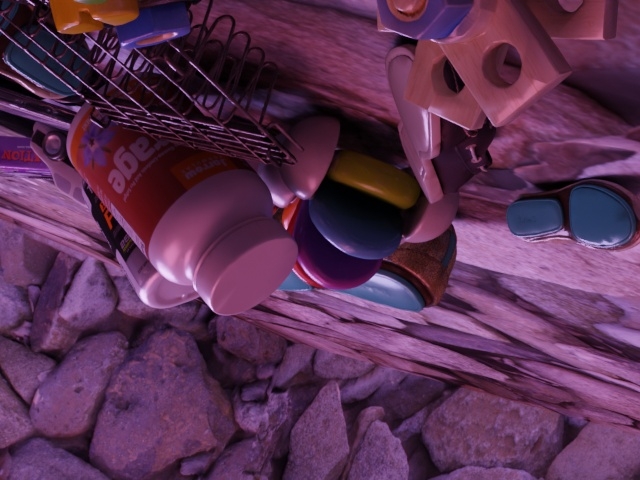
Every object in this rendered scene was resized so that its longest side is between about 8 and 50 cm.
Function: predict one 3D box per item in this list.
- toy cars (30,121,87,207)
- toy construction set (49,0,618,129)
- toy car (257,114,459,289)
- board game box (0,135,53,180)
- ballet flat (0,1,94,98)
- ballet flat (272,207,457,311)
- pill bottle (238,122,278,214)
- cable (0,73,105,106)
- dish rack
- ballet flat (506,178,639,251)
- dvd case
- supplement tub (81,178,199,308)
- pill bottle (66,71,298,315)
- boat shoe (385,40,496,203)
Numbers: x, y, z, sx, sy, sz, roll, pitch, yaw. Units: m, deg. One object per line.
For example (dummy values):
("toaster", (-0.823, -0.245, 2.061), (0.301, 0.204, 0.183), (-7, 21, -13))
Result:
("toy cars", (-0.182, -0.030, 1.386), (0.394, 0.087, 0.176), (23, -171, -18))
("toy construction set", (-0.050, -0.116, 0.353), (0.215, 0.151, 0.328), (-12, 170, 40))
("toy car", (0.021, -0.022, 0.991), (0.159, 0.136, 0.182), (23, 170, -14))
("board game box", (-0.487, -0.114, 1.452), (0.347, 0.056, 0.208), (3, 175, -26))
("ballet flat", (-0.270, -0.180, 0.893), (0.086, 0.086, 0.248), (17, 171, 17))
("ballet flat", (0.000, 0.000, 1.226), (0.349, 0.123, 0.123), (8, 165, 39))
("pill bottle", (-0.078, -0.061, 1.130), (0.086, 0.086, 0.152), (19, 171, 2))
("cable", (-0.293, -0.162, 1.109), (0.184, 0.047, 0.150), (21, 171, -14))
("dish rack", (-0.129, -0.138, 0.797), (0.208, 0.074, 0.271), (16, 166, 29))
("ballet flat", (0.216, -0.023, 0.897), (0.052, 0.057, 0.168), (-7, -173, -26))
("dvd case", (-0.313, -0.140, 1.154), (0.165, 0.018, 0.221), (18, 179, -26))
("supplement tub", (-0.182, -0.032, 1.201), (0.190, 0.117, 0.117), (55, -174, 23))
("pill bottle", (-0.119, -0.040, 0.976), (0.216, 0.121, 0.121), (47, -177, 26))
("boat shoe", (0.090, -0.089, 0.776), (0.065, 0.075, 0.206), (-24, 161, -1))
